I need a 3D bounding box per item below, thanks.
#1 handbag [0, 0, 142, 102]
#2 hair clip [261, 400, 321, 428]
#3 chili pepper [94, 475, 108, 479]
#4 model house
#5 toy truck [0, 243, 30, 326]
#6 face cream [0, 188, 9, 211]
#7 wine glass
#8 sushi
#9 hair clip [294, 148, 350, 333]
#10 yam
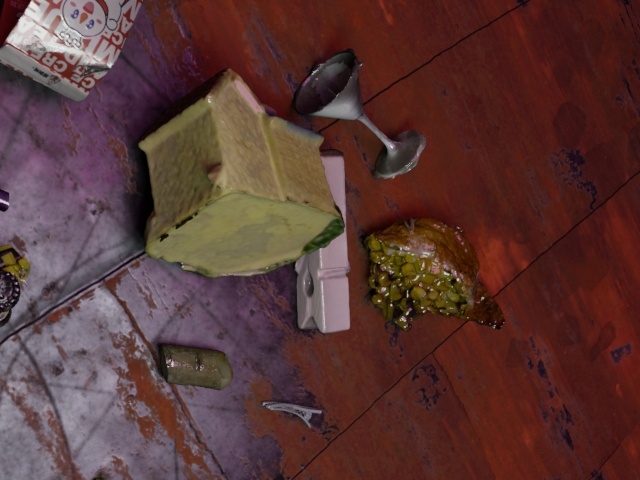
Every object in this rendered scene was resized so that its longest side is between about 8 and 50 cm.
[{"bbox_3d":[-0.383,-0.372,1.469,0.171,0.151,0.298,34,72,-44],"label":"handbag"},{"bbox_3d":[-0.054,0.312,1.747,0.115,0.030,0.039,19,80,-31],"label":"hair clip"},{"bbox_3d":[-0.356,0.426,1.557,0.030,0.034,0.091,8,85,1],"label":"chili pepper"},{"bbox_3d":[-0.148,-0.111,1.607,0.321,0.261,0.266,14,56,-48],"label":"model house"},{"bbox_3d":[-0.547,0.105,1.383,0.286,0.136,0.111,-32,85,-31],"label":"toy truck"},{"bbox_3d":[-0.579,-0.105,1.392,0.273,0.078,0.078,24,77,-30],"label":"face cream"},{"bbox_3d":[0.080,-0.223,1.782,0.232,0.156,0.156,40,69,-31],"label":"wine glass"},{"bbox_3d":[0.211,0.072,1.855,0.296,0.167,0.179,43,45,-32],"label":"sushi"},{"bbox_3d":[0.004,0.000,1.752,0.085,0.101,0.330,-6,94,-37],"label":"hair clip"},{"bbox_3d":[-0.208,0.213,1.628,0.147,0.070,0.069,13,82,-30],"label":"yam"}]
